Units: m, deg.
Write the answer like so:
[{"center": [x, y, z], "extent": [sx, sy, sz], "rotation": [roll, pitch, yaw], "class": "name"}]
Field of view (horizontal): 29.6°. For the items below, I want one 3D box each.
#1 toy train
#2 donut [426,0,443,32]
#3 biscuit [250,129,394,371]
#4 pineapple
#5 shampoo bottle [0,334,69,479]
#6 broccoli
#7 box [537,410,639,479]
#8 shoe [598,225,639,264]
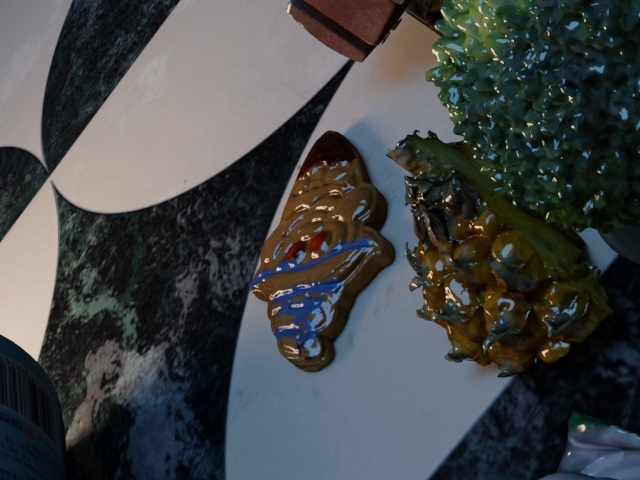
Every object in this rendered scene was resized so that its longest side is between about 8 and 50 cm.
[{"center": [0.092, -0.338, 1.213], "extent": [0.304, 0.150, 0.221], "rotation": [-54, -2, -37], "class": "toy train"}, {"center": [0.167, -0.235, 1.142], "extent": [0.140, 0.059, 0.140], "rotation": [-33, 40, 33], "class": "donut"}, {"center": [0.000, 0.000, 1.190], "extent": [0.183, 0.043, 0.280], "rotation": [-22, 50, 37], "class": "biscuit"}, {"center": [0.101, 0.006, 0.949], "extent": [0.140, 0.164, 0.250], "rotation": [-52, 37, 22], "class": "pineapple"}, {"center": [-0.409, 0.296, 1.201], "extent": [0.331, 0.331, 0.343], "rotation": [-44, 34, 19], "class": "shampoo bottle"}, {"center": [0.233, -0.180, 0.734], "extent": [0.375, 0.249, 0.302], "rotation": [-28, 76, 2], "class": "broccoli"}, {"center": [0.158, 0.270, 0.705], "extent": [0.264, 0.106, 0.337], "rotation": [11, 72, 55], "class": "box"}, {"center": [0.242, -0.100, 0.898], "extent": [0.100, 0.103, 0.251], "rotation": [139, 144, -76], "class": "shoe"}]
